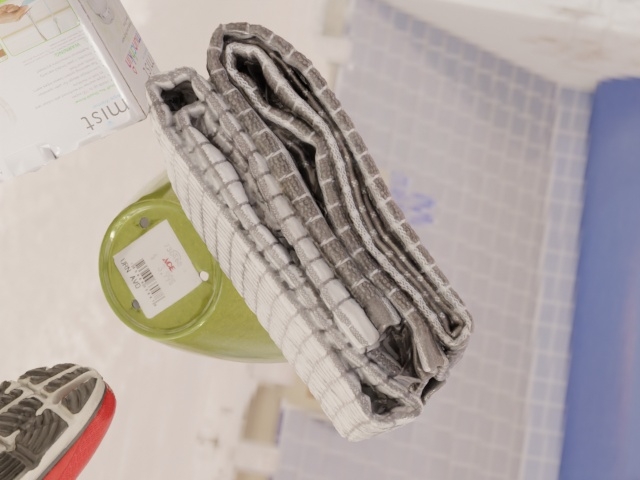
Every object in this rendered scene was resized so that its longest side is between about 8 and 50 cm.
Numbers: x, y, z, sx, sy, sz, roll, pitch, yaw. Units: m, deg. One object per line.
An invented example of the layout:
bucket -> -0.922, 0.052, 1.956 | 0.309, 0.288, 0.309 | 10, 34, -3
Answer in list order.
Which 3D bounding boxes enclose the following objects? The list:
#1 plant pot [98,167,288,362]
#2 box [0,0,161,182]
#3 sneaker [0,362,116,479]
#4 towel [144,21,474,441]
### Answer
plant pot -> -0.096, 0.015, 1.542 | 0.293, 0.274, 0.275 | -16, 118, -66
box -> -0.332, -0.188, 1.508 | 0.231, 0.261, 0.127 | 60, 16, -25
sneaker -> -0.209, 0.205, 0.938 | 0.107, 0.118, 0.279 | 25, -102, 52
towel -> 0.000, 0.000, 1.062 | 0.121, 0.284, 0.235 | -35, 172, -8
